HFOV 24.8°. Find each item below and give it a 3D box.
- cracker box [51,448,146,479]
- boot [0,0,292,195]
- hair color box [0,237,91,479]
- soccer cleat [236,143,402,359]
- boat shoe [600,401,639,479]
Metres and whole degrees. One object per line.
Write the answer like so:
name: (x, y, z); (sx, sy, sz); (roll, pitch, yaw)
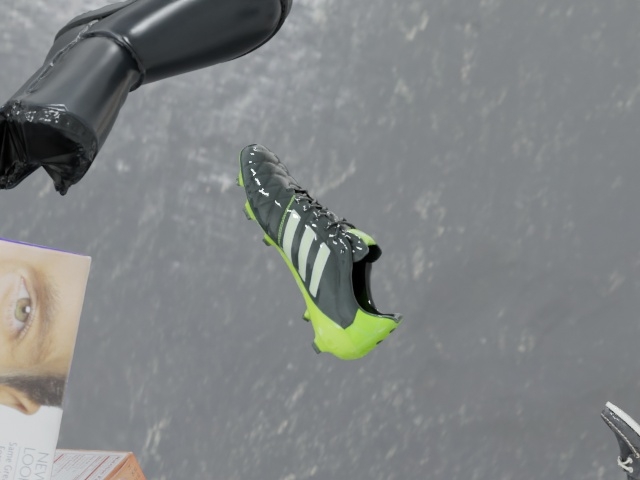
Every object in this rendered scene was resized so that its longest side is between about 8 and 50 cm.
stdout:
cracker box: (-0.238, 0.270, 1.335); (0.232, 0.156, 0.067); (-4, 28, 39)
boot: (-0.153, -0.133, 1.192); (0.246, 0.094, 0.207); (-14, 32, 26)
hair color box: (-0.353, 0.068, 1.052); (0.339, 0.110, 0.185); (11, 86, -22)
soccer cleat: (0.000, 0.000, 1.059); (0.060, 0.072, 0.179); (-3, 63, -63)
boat shoe: (0.268, 0.187, 1.198); (0.038, 0.046, 0.125); (-41, 102, 4)
